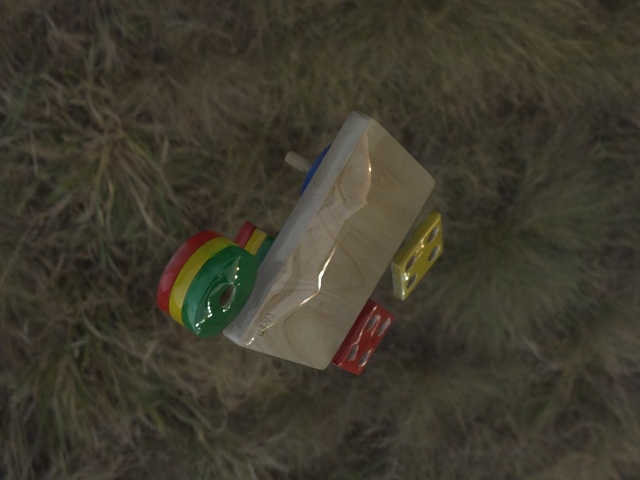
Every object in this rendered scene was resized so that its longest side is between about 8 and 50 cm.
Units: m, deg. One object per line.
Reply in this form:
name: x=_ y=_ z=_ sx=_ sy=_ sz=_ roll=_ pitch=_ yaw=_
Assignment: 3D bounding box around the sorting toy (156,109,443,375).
sorting toy: x=0.000 y=0.000 z=0.656 sx=0.132 sy=0.046 sz=0.274 roll=-59 pitch=157 yaw=0
